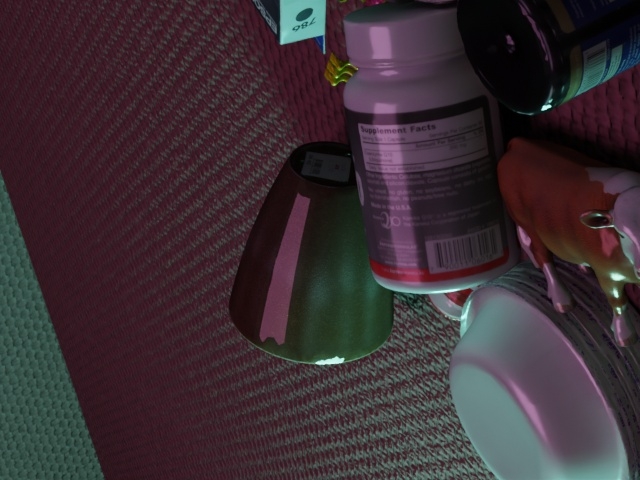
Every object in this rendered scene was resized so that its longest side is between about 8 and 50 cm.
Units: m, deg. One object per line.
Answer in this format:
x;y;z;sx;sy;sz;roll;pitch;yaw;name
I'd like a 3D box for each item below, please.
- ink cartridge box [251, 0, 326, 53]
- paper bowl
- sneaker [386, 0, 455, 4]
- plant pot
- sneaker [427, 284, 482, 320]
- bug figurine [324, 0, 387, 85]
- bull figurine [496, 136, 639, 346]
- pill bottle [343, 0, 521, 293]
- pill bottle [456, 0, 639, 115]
-0.056;-0.323;1.737;0.165;0.065;0.333;57;168;21;ink cartridge box
0.247;0.168;1.796;0.284;0.148;0.284;50;156;32;paper bowl
0.074;-0.376;1.581;0.146;0.122;0.330;18;141;58;sneaker
0.000;0.000;2.106;0.215;0.215;0.230;43;138;40;plant pot
0.145;-0.027;1.923;0.221;0.087;0.128;55;136;31;sneaker
0.021;-0.272;1.876;0.279;0.072;0.216;59;153;19;bug figurine
0.268;-0.004;1.584;0.310;0.101;0.188;45;157;62;bull figurine
0.111;-0.102;1.728;0.161;0.161;0.283;21;124;59;pill bottle
0.226;-0.194;1.306;0.123;0.219;0.123;48;154;32;pill bottle
